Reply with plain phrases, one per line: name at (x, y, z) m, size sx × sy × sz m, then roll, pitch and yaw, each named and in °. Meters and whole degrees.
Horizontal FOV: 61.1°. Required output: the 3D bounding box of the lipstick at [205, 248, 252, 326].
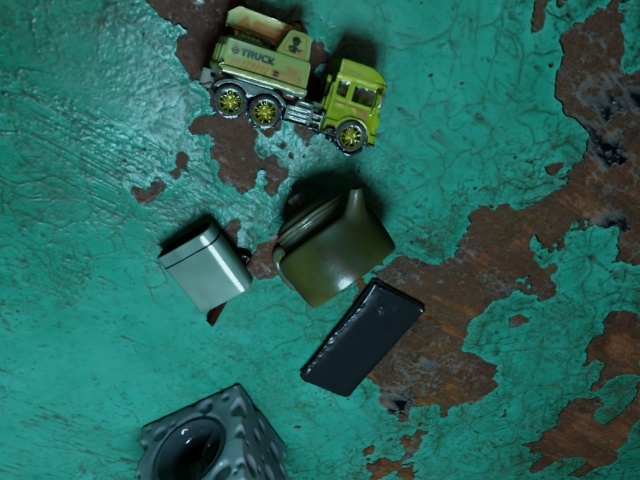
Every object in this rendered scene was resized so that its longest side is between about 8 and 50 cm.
lipstick at (-0.176, 0.092, 1.026) m, size 0.027 × 0.027 × 0.176 m, roll 21°, pitch 115°, yaw -21°

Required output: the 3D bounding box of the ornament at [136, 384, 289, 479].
ornament at (-0.215, 0.500, 1.125) m, size 0.239 × 0.239 × 0.239 m, roll -24°, pitch 122°, yaw 4°

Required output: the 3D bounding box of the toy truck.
toy truck at (-0.035, -0.237, 0.810) m, size 0.272 × 0.124 × 0.157 m, roll 14°, pitch 106°, yaw -14°

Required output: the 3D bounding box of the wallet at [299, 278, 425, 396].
wallet at (0.085, 0.216, 1.143) m, size 0.146 × 0.030 × 0.285 m, roll 27°, pitch 111°, yaw -27°

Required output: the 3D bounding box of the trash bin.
trash bin at (-0.202, 0.048, 0.959) m, size 0.116 × 0.059 × 0.130 m, roll -27°, pitch 111°, yaw 16°

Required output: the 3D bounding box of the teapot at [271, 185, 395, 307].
teapot at (0.000, 0.000, 0.932) m, size 0.268 × 0.186 × 0.175 m, roll -37°, pitch 87°, yaw 42°
